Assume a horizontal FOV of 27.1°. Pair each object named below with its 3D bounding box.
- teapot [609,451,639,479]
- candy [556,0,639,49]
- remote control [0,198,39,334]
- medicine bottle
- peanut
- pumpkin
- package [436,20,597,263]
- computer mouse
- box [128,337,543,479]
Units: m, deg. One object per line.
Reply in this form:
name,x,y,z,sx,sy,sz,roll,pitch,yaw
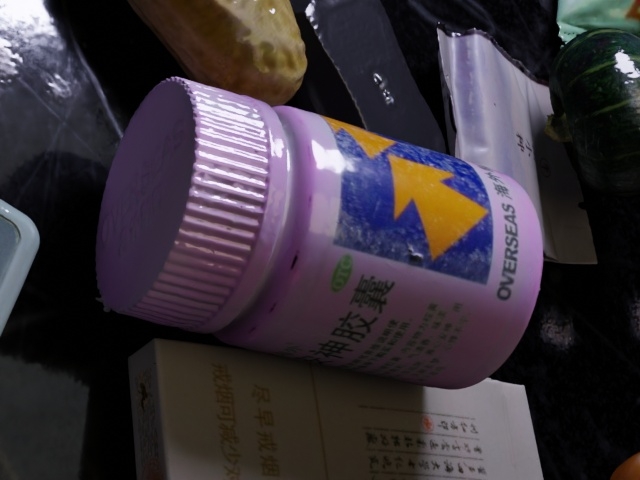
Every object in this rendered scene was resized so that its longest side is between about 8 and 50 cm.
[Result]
teapot,0.335,0.251,1.248,0.173,0.116,0.116,-29,96,-42
candy,0.357,-0.338,1.452,0.263,0.172,0.397,6,91,-31
remote control,-0.314,-0.028,0.804,0.296,0.056,0.140,36,53,-28
medicine bottle,0.000,0.000,0.968,0.291,0.178,0.178,16,66,-28
peanut,-0.093,-0.197,1.027,0.226,0.095,0.108,49,63,-16
pumpkin,0.280,-0.121,1.269,0.167,0.125,0.167,45,33,-39
package,0.177,-0.083,1.260,0.251,0.062,0.203,14,66,-52
computer mouse,0.030,-0.121,1.124,0.122,0.073,0.217,-27,93,-50
box,0.031,0.192,1.005,0.365,0.051,0.204,11,59,-35
